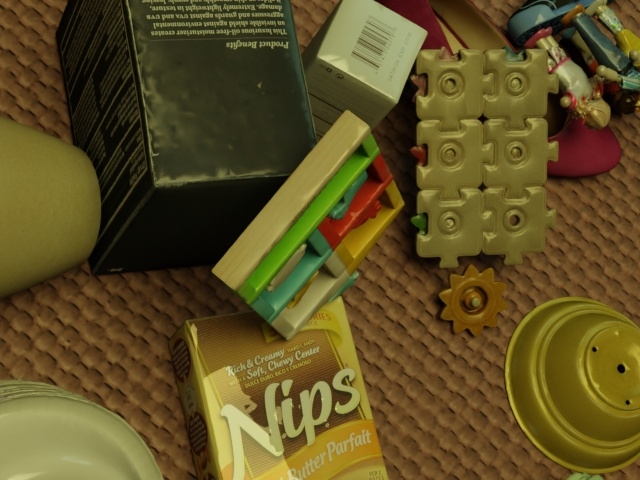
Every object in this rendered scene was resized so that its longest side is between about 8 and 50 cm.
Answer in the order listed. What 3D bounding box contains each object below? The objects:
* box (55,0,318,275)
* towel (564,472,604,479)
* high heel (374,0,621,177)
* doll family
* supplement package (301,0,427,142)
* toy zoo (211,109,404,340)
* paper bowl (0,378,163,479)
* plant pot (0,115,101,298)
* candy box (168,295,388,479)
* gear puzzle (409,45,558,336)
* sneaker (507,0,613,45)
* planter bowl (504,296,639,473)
[{"bbox_3d":[-0.146,-0.147,1.408,0.182,0.296,0.294,-4,74,-22],"label":"box"},{"bbox_3d":[0.252,0.416,1.423,0.325,0.038,0.248,-29,75,-32],"label":"towel"},{"bbox_3d":[0.226,-0.192,1.624,0.377,0.181,0.127,21,65,-13],"label":"high heel"},{"bbox_3d":[0.365,-0.217,1.663,0.163,0.118,0.263,52,28,7],"label":"doll family"},{"bbox_3d":[0.029,-0.184,1.549,0.105,0.179,0.105,28,65,-10],"label":"supplement package"},{"bbox_3d":[0.000,0.000,1.337,0.030,0.293,0.192,39,86,18],"label":"toy zoo"},{"bbox_3d":[-0.270,0.277,1.241,0.284,0.148,0.284,-3,96,-31],"label":"paper bowl"},{"bbox_3d":[-0.366,-0.034,1.334,0.274,0.256,0.257,-3,72,-37],"label":"plant pot"},{"bbox_3d":[-0.034,0.230,1.434,0.183,0.087,0.316,-8,75,-23],"label":"candy box"},{"bbox_3d":[0.186,-0.056,1.580,0.175,0.044,0.339,-3,99,-12],"label":"gear puzzle"},{"bbox_3d":[0.313,-0.329,1.767,0.232,0.081,0.090,-29,81,-33],"label":"sneaker"},{"bbox_3d":[0.333,0.159,1.596,0.217,0.090,0.217,6,71,-18],"label":"planter bowl"}]
